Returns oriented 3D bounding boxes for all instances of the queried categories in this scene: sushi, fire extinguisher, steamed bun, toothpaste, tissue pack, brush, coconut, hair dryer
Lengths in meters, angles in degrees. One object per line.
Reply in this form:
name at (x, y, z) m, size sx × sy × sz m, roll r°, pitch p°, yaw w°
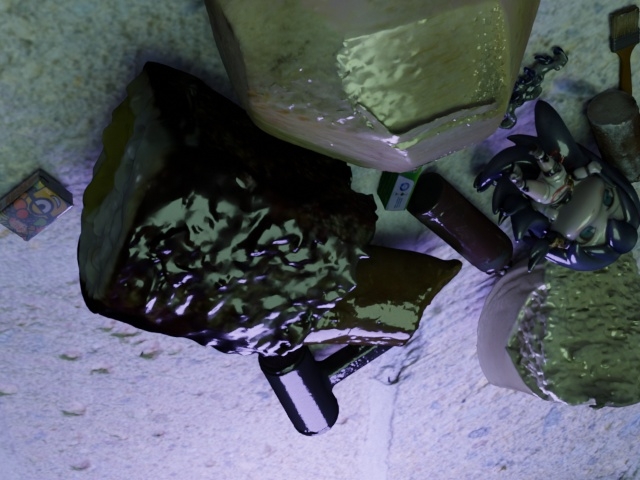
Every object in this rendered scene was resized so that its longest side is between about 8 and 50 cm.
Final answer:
sushi at (-0.129, -0.020, 1.169) m, size 0.294 × 0.281 × 0.299 m, roll 18°, pitch 134°, yaw -28°
fire extinguisher at (0.220, -0.010, 1.485) m, size 0.089 × 0.072 × 0.268 m, roll -8°, pitch 149°, yaw 39°
steamed bun at (0.413, 0.120, 1.586) m, size 0.290 × 0.273 × 0.272 m, roll 7°, pitch 87°, yaw -32°
toothpaste at (0.123, -0.122, 1.351) m, size 0.037 × 0.043 × 0.178 m, roll -2°, pitch 133°, yaw -24°
tissue pack at (-0.363, -0.044, 1.235) m, size 0.083 × 0.035 × 0.063 m, roll -33°, pitch 136°, yaw 13°
brush at (0.427, -0.254, 1.368) m, size 0.043 × 0.014 × 0.170 m, roll -21°, pitch 137°, yaw 0°
coconut at (0.061, -0.232, 1.029) m, size 0.353 × 0.352 × 0.352 m, roll -11°, pitch 135°, yaw -12°
hair dryer at (0.034, 0.194, 1.608) m, size 0.251 × 0.089 × 0.197 m, roll -31°, pitch 134°, yaw -5°

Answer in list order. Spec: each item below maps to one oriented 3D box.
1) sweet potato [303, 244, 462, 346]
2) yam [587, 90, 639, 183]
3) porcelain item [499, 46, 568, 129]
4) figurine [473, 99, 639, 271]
sweet potato at (0.027, 0.082, 1.444) m, size 0.370 × 0.157 × 0.157 m, roll 1°, pitch 132°, yaw -14°
yam at (0.441, -0.149, 1.429) m, size 0.079 × 0.079 × 0.141 m, roll -30°, pitch 133°, yaw 7°
porcelain item at (0.270, -0.215, 1.336) m, size 0.075 × 0.021 × 0.136 m, roll 20°, pitch 122°, yaw -30°
figurine at (0.337, -0.064, 1.390) m, size 0.175 × 0.197 × 0.265 m, roll -39°, pitch 114°, yaw 18°
